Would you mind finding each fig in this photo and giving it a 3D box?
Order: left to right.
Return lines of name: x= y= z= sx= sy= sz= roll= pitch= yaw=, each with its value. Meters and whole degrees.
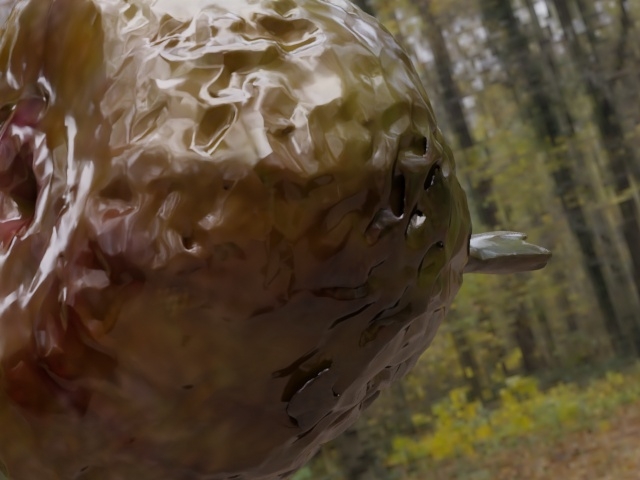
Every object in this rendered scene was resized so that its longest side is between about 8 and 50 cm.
fig: x=0.000 y=0.000 z=0.718 sx=0.368 sy=0.286 sz=0.286 roll=5 pitch=-17 yaw=-34
